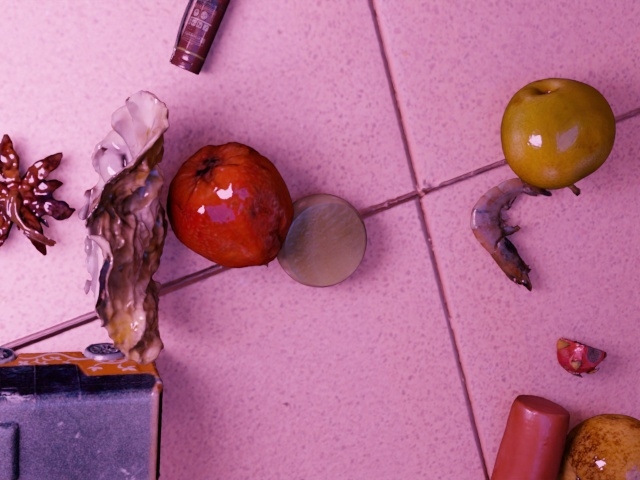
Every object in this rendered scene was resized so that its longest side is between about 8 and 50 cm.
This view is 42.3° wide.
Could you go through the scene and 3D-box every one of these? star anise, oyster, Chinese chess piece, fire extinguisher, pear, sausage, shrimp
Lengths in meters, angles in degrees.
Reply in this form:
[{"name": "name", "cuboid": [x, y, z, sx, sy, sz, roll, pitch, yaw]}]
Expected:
[{"name": "star anise", "cuboid": [-0.405, -0.058, 1.097, 0.167, 0.057, 0.168, -1, 94, -15]}, {"name": "oyster", "cuboid": [-0.247, -0.011, 1.062, 0.114, 0.238, 0.352, -4, 98, -18]}, {"name": "Chinese chess piece", "cuboid": [0.000, 0.000, 1.253, 0.144, 0.058, 0.144, -5, 105, -18]}, {"name": "fire extinguisher", "cuboid": [-0.157, -0.307, 1.135, 0.064, 0.043, 0.158, 25, 93, 20]}, {"name": "pear", "cuboid": [0.508, 0.400, 1.454, 0.197, 0.197, 0.197, -4, 103, -19]}, {"name": "sausage", "cuboid": [0.357, 0.405, 1.445, 0.113, 0.113, 0.259, 9, 98, -21]}, {"name": "pear", "cuboid": [0.373, -0.149, 1.307, 0.180, 0.166, 0.216, -38, 133, -22]}, {"name": "shrimp", "cuboid": [0.340, -0.017, 1.385, 0.148, 0.035, 0.195, -42, 111, -9]}]

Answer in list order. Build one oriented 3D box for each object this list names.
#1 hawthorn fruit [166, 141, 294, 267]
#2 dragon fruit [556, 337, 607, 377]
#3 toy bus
[{"name": "hawthorn fruit", "cuboid": [-0.123, -0.049, 1.153, 0.179, 0.173, 0.174, 17, 97, -50]}, {"name": "dragon fruit", "cuboid": [0.459, 0.211, 1.464, 0.083, 0.056, 0.060, 19, 94, -24]}, {"name": "toy bus", "cuboid": [-0.375, 0.240, 1.099, 0.323, 0.194, 0.162, 0, 103, -20]}]
